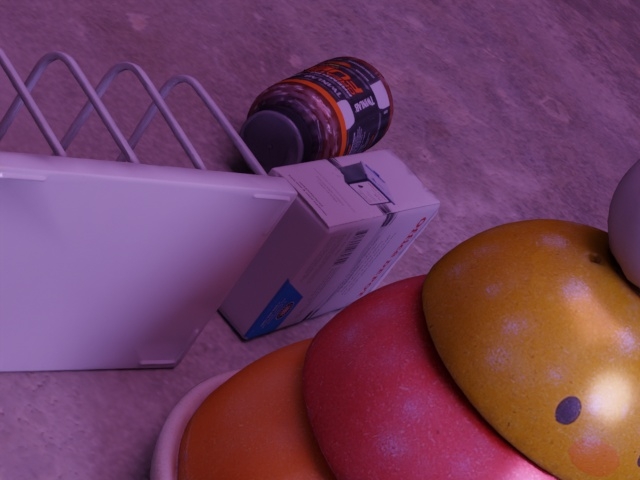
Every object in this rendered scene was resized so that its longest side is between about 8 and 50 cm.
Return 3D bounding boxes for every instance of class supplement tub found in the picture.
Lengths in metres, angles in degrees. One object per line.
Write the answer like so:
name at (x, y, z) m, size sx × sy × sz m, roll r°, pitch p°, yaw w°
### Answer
supplement tub at (-0.007, -0.118, 1.632) m, size 0.106 × 0.106 × 0.198 m, roll 43°, pitch 29°, yaw 6°

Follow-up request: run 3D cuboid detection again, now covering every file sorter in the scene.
file sorter at (-0.202, -0.030, 1.208) m, size 0.277 × 0.193 × 0.173 m, roll 4°, pitch 42°, yaw -46°

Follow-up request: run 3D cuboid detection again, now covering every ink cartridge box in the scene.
ink cartridge box at (0.000, 0.000, 1.442) m, size 0.082 × 0.139 × 0.190 m, roll 47°, pitch 29°, yaw 17°

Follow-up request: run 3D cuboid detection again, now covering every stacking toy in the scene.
stacking toy at (0.134, 0.101, 1.109) m, size 0.350 × 0.480 × 0.350 m, roll 28°, pitch 31°, yaw -19°
